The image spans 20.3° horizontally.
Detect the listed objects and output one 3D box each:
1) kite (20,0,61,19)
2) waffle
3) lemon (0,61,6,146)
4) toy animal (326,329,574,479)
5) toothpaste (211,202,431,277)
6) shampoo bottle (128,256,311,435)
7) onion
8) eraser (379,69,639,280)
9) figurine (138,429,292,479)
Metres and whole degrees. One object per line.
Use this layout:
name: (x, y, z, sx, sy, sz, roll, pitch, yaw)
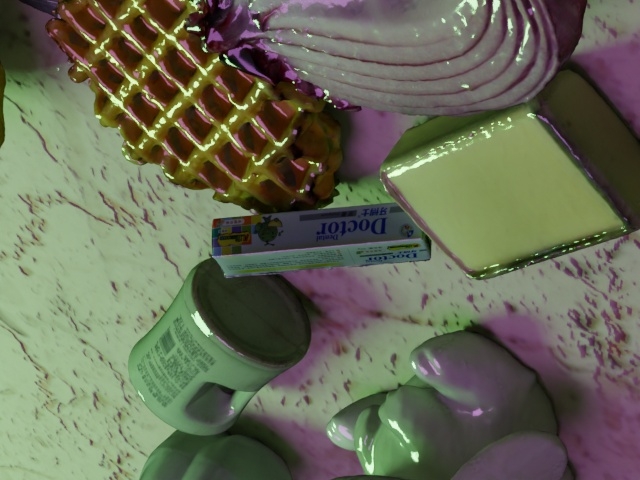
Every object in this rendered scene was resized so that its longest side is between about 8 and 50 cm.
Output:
kite: (-0.191, -0.277, 1.270, 0.204, 0.022, 0.360, 14, 140, 28)
waffle: (-0.092, -0.117, 1.338, 0.237, 0.059, 0.243, 13, 140, 34)
lemon: (-0.381, -0.130, 1.406, 0.260, 0.260, 0.284, 24, 144, 17)
toy animal: (0.073, 0.236, 1.423, 0.206, 0.265, 0.271, 39, 143, -6)
toothpaste: (0.000, 0.000, 1.343, 0.164, 0.034, 0.046, -5, 159, 10)
shampoo bottle: (-0.101, 0.105, 1.572, 0.118, 0.087, 0.234, 39, 145, -2)
onion: (0.029, -0.181, 1.104, 0.283, 0.120, 0.227, -9, 127, 42)
eraser: (0.136, -0.044, 1.225, 0.117, 0.058, 0.172, 48, 143, -16)
figurine: (-0.097, 0.277, 1.732, 0.176, 0.133, 0.236, 12, 141, 28)
